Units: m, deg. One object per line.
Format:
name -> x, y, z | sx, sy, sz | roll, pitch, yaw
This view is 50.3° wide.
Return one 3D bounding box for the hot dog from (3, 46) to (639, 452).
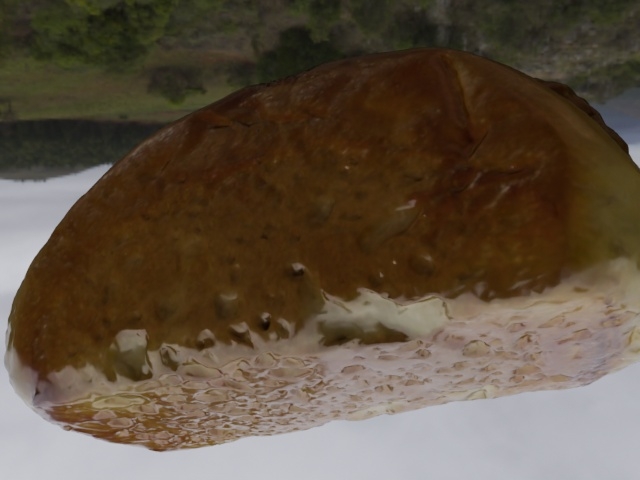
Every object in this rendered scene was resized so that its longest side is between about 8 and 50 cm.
hot dog -> -0.001, 0.000, 0.452 | 0.404, 0.223, 0.185 | -14, 146, 19
